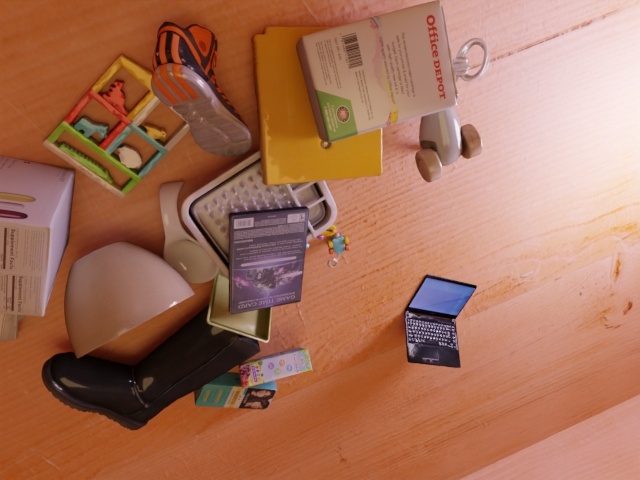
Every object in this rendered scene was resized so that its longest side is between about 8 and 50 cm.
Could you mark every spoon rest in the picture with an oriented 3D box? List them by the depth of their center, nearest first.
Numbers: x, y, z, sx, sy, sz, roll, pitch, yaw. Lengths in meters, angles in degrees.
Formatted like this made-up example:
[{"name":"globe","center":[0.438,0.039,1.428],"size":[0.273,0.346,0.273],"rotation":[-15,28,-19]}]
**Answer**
[{"name":"spoon rest","center":[-0.332,-0.001,1.095],"size":[0.137,0.084,0.277],"rotation":[-5,123,5]}]

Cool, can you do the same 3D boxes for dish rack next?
[{"name":"dish rack","center":[-0.145,-0.079,1.100],"size":[0.332,0.072,0.286],"rotation":[-35,128,-8]}]

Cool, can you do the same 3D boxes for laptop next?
[{"name":"laptop","center":[0.412,0.276,1.509],"size":[0.234,0.265,0.136],"rotation":[13,153,-25]}]

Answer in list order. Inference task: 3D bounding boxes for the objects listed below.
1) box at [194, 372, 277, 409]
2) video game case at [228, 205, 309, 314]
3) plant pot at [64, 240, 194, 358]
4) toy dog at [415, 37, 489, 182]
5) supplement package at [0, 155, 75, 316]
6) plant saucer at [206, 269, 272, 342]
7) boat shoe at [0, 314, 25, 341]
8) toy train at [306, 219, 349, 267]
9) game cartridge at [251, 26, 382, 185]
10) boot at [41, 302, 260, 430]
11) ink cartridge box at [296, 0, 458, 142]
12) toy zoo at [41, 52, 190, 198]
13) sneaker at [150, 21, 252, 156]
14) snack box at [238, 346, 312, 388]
[{"name":"box","center":[-0.273,0.485,1.451],"size":[0.244,0.060,0.101],"rotation":[14,116,-26]},{"name":"video game case","center":[-0.131,0.051,1.123],"size":[0.195,0.026,0.275],"rotation":[-7,121,-25]},{"name":"plant pot","center":[-0.465,0.113,1.045],"size":[0.284,0.284,0.191],"rotation":[-28,92,0]},{"name":"toy dog","center":[0.270,-0.316,1.097],"size":[0.219,0.161,0.334],"rotation":[-7,109,-12]},{"name":"supplement package","center":[-0.592,-0.016,0.890],"size":[0.145,0.262,0.204],"rotation":[9,118,-24]},{"name":"plant saucer","center":[-0.219,0.171,1.211],"size":[0.188,0.189,0.045],"rotation":[27,136,-31]},{"name":"boat shoe","center":[-0.744,0.174,1.086],"size":[0.063,0.066,0.184],"rotation":[6,118,-39]},{"name":"toy train","center":[0.000,0.000,1.246],"size":[0.166,0.046,0.125],"rotation":[34,107,-30]},{"name":"game cartridge","center":[0.001,-0.294,0.996],"size":[0.285,0.052,0.324],"rotation":[-7,104,-17]},{"name":"boot","center":[-0.437,0.308,1.225],"size":[0.445,0.146,0.367],"rotation":[-32,134,6]},{"name":"ink cartridge box","center":[0.113,-0.336,0.912],"size":[0.277,0.117,0.202],"rotation":[-17,108,-4]},{"name":"toy zoo","center":[-0.404,-0.247,0.950],"size":[0.293,0.030,0.192],"rotation":[-43,125,10]},{"name":"sneaker","center":[-0.224,-0.310,0.919],"size":[0.124,0.180,0.321],"rotation":[-7,160,8]},{"name":"snack box","center":[-0.141,0.382,1.367],"size":[0.206,0.174,0.070],"rotation":[-10,81,-12]}]
